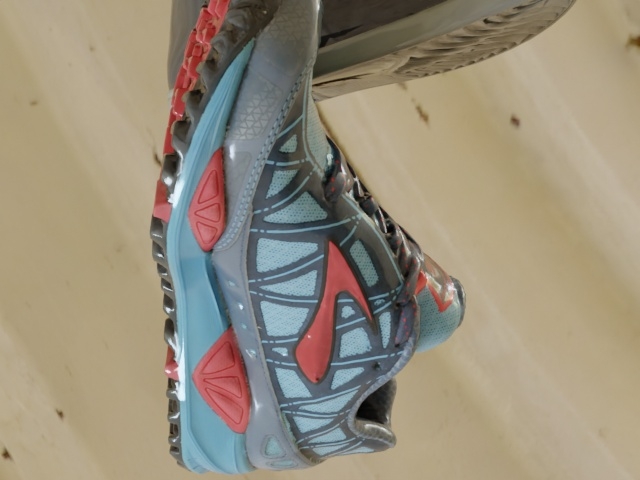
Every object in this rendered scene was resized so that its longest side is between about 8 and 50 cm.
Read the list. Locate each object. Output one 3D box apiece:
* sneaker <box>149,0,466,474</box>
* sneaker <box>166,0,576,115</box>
[{"bbox_3d":[0.000,0.000,0.486,0.125,0.262,0.104,4,-134,0],"label":"sneaker"},{"bbox_3d":[0.003,-0.125,0.506,0.083,0.222,0.118,-9,-89,-48],"label":"sneaker"}]
